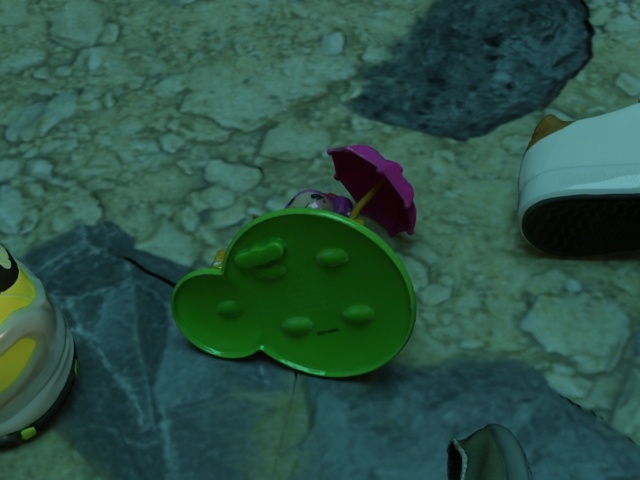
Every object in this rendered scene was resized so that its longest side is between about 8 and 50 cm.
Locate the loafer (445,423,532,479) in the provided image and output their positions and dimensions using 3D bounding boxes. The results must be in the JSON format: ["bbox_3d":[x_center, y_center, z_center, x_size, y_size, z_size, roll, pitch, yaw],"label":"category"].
[{"bbox_3d":[0.064,0.201,0.686,0.087,0.094,0.251,5,44,9],"label":"loafer"}]

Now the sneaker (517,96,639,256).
[{"bbox_3d":[0.285,-0.059,0.908,0.290,0.106,0.123,1,49,9],"label":"sneaker"}]

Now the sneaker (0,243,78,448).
[{"bbox_3d":[-0.355,0.076,0.812,0.385,0.147,0.145,-16,49,-9],"label":"sneaker"}]

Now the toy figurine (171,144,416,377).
[{"bbox_3d":[0.000,0.000,0.900,0.173,0.130,0.159,-14,27,26],"label":"toy figurine"}]
